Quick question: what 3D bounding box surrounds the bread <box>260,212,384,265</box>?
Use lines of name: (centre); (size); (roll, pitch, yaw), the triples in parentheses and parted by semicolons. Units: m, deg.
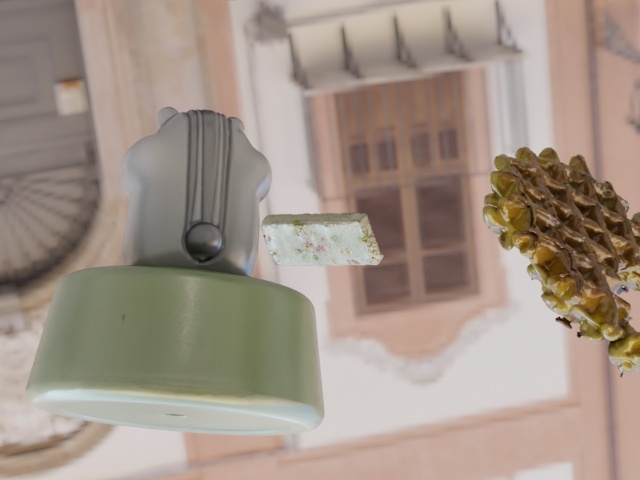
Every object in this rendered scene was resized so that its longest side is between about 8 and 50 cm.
bread: (0.000, 0.000, 1.917); (0.153, 0.068, 0.028); (0, -147, 33)

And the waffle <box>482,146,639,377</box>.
waffle: (0.275, 0.008, 1.693); (0.069, 0.260, 0.293); (-46, 173, 27)

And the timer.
timer: (-0.131, 0.023, 1.583); (0.290, 0.315, 0.291); (4, 167, 1)
